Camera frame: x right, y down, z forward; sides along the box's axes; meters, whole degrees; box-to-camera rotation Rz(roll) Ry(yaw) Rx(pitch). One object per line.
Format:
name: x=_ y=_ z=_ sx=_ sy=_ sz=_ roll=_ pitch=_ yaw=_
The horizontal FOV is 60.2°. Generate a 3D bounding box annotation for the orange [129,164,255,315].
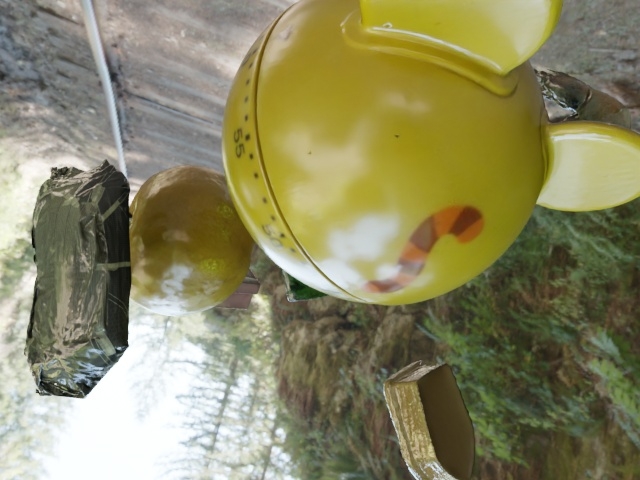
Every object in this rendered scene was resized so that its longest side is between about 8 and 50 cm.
orange: x=-0.244 y=0.003 z=1.009 sx=0.235 sy=0.278 sz=0.279 roll=24 pitch=170 yaw=-25

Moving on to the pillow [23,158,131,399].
pillow: x=-0.338 y=0.053 z=0.773 sx=0.162 sy=0.334 sz=0.093 roll=-7 pitch=171 yaw=21

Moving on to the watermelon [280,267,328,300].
watermelon: x=0.010 y=-0.038 z=0.979 sx=0.283 sy=0.250 sz=0.293 roll=0 pitch=-176 yaw=-27

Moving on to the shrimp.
shrimp: x=0.310 y=-0.151 z=0.746 sx=0.035 sy=0.147 sz=0.195 roll=22 pitch=-154 yaw=-38

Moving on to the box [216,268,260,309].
box: x=-0.297 y=0.083 z=1.425 sx=0.215 sy=0.086 sz=0.215 roll=9 pitch=-157 yaw=-35

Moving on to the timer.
timer: x=0.097 y=-0.109 z=0.566 sx=0.376 sy=0.375 sz=0.387 roll=21 pitch=155 yaw=-41

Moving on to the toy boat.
toy boat: x=0.169 y=0.277 z=0.813 sx=0.061 sy=0.188 sz=0.116 roll=-23 pitch=173 yaw=42
